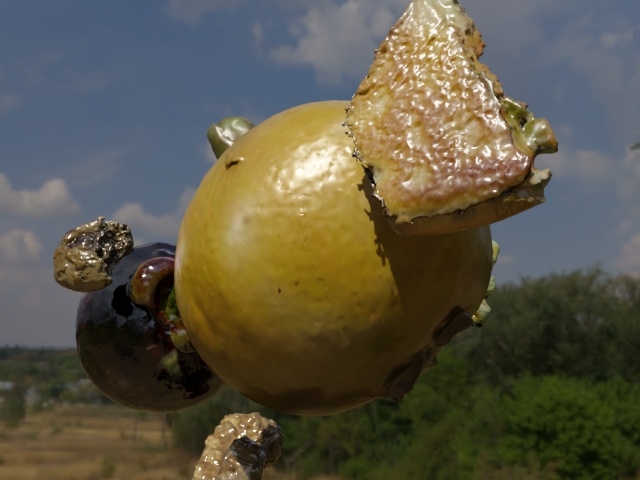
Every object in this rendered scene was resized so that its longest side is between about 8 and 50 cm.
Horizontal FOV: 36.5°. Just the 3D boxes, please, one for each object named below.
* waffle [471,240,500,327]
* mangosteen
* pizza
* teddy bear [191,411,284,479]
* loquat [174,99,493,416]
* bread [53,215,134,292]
[{"bbox_3d":[0.131,0.034,1.294,0.223,0.204,0.054,-14,-39,23],"label":"waffle"},{"bbox_3d":[-0.196,0.101,1.244,0.228,0.228,0.265,6,-29,-23],"label":"mangosteen"},{"bbox_3d":[0.096,-0.097,0.797,0.147,0.226,0.069,-32,-31,11],"label":"pizza"},{"bbox_3d":[-0.054,0.318,1.060,0.222,0.246,0.296,-2,18,26],"label":"teddy bear"},{"bbox_3d":[0.000,0.000,0.984,0.328,0.359,0.328,-34,-20,-15],"label":"loquat"},{"bbox_3d":[-0.272,0.016,1.136,0.082,0.060,0.113,-11,27,11],"label":"bread"}]
